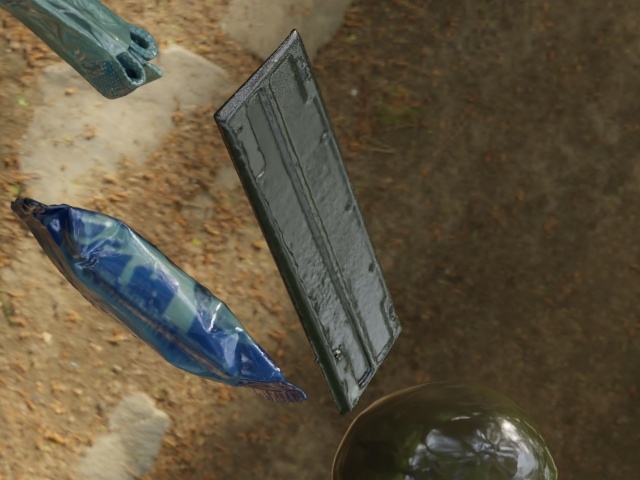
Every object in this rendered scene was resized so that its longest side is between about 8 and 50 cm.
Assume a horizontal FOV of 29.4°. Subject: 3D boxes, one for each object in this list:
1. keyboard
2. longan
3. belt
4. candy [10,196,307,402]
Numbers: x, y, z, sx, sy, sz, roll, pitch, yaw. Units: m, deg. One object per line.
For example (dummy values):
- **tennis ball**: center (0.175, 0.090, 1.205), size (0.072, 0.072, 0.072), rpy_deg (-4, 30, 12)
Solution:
- **keyboard**: center (0.000, 0.000, 0.567), size (0.063, 0.010, 0.198), rpy_deg (-53, 140, -31)
- **longan**: center (0.134, 0.261, 1.308), size (0.246, 0.246, 0.215), rpy_deg (43, 51, -33)
- **belt**: center (-0.291, -0.243, 1.298), size (0.302, 0.072, 0.087), rpy_deg (35, 45, -42)
- **candy**: center (-0.161, 0.063, 1.185), size (0.331, 0.187, 0.077), rpy_deg (41, 75, -13)
